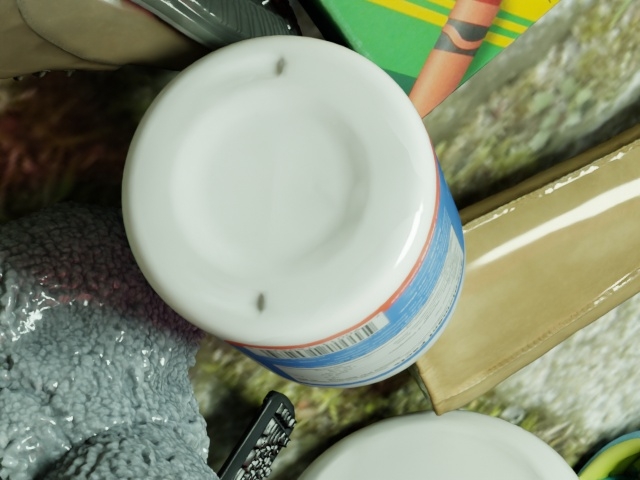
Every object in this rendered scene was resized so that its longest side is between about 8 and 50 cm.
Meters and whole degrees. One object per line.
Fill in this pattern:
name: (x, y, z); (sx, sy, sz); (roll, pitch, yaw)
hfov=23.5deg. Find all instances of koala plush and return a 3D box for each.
koala plush: (-0.102, 0.114, 0.675); (0.196, 0.221, 0.203); (14, 115, -41)

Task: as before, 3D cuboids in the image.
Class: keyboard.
keyboard: (-0.059, 0.176, 0.836); (0.192, 0.038, 0.100); (-57, 168, -11)

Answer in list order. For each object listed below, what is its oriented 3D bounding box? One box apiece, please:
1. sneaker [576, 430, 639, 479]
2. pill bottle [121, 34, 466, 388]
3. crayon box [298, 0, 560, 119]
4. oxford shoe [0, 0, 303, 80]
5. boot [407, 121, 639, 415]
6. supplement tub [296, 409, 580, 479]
sneaker: (0.245, 0.244, 1.096); (0.208, 0.127, 0.319); (-12, 121, -29)
pill bottle: (0.000, 0.000, 0.682); (0.124, 0.124, 0.221); (-40, 166, 0)
crayon box: (0.028, -0.213, 0.599); (0.202, 0.081, 0.318); (-41, 137, 1)
oxford shoe: (-0.101, -0.103, 0.618); (0.227, 0.082, 0.096); (15, 139, -44)
boot: (0.171, 0.019, 0.893); (0.270, 0.089, 0.236); (-32, 133, -5)
supplement tub: (0.084, 0.249, 0.934); (0.191, 0.191, 0.272); (-29, 137, -11)
